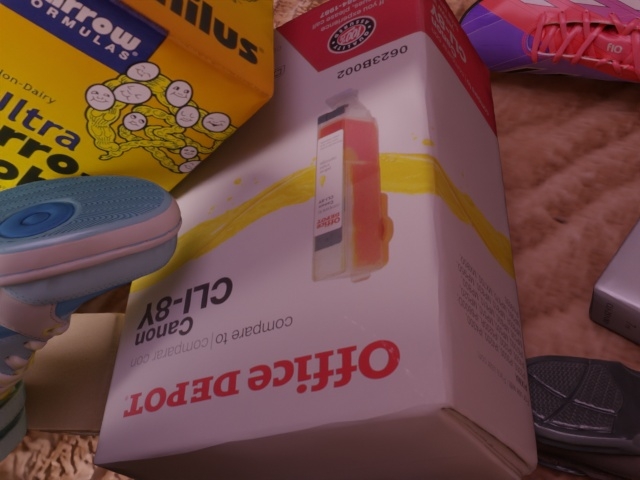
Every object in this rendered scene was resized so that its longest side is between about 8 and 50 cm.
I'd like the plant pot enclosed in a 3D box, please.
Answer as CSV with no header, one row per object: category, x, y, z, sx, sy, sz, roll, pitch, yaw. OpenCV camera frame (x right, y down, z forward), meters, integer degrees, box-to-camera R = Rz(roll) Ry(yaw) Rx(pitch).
plant pot,-0.209,0.126,0.616,0.109,0.109,0.096,-2,70,13

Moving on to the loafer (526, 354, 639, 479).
loafer,0.268,0.148,0.494,0.267,0.084,0.096,10,47,17

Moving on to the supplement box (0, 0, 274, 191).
supplement box,-0.223,-0.129,0.575,0.356,0.194,0.195,-34,44,35

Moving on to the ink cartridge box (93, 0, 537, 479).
ink cartridge box,0.000,0.000,0.560,0.279,0.160,0.384,-18,53,28

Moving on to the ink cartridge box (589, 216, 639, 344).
ink cartridge box,0.400,0.008,0.558,0.239,0.060,0.275,30,69,31

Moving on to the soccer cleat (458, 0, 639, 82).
soccer cleat,0.298,-0.208,0.689,0.318,0.108,0.116,2,40,12

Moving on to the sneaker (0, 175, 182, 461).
sneaker,-0.236,0.079,0.515,0.319,0.208,0.127,-14,27,2
